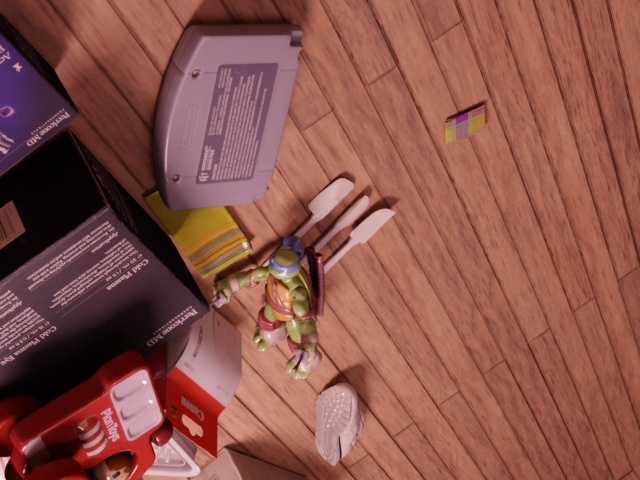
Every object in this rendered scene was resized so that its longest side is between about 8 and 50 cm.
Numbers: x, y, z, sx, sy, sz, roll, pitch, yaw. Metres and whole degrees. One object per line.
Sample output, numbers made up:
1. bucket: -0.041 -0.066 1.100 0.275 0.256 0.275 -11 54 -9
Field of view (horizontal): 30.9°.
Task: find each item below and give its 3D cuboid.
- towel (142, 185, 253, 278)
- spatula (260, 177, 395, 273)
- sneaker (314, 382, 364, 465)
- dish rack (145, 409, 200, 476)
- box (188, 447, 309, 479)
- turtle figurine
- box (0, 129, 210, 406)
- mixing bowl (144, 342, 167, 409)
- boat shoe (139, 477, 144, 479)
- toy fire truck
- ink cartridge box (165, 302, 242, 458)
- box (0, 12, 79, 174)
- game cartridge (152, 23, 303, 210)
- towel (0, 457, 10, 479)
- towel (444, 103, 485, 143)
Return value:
1. towel: -0.192 -0.026 1.855 0.102 0.021 0.237 -34 141 -3
2. spatula: 0.000 0.000 2.028 0.242 0.019 0.168 -43 142 16
3. sneaker: 0.048 0.365 2.398 0.095 0.090 0.235 -27 146 -31
4. dish rack: -0.368 0.299 1.939 0.285 0.072 0.333 -1 146 19
5. box: -0.121 0.552 2.407 0.121 0.148 0.311 -43 140 11
6. turtle figurine: -0.094 0.149 1.965 0.198 0.275 0.266 6 147 10
7. box: -0.395 0.072 1.681 0.343 0.179 0.312 -35 141 0
8. mixing bowl: -0.284 0.229 1.991 0.181 0.098 0.181 -19 138 -18
9. boat shoe: -0.404 0.459 2.115 0.254 0.079 0.095 14 85 -57
10. toy fire truck: -0.336 0.312 1.707 0.254 0.169 0.302 -30 144 -17
11. ink cartridge box: -0.194 0.224 1.950 0.066 0.232 0.189 -19 145 15
12. box: -0.427 -0.197 1.437 0.153 0.108 0.207 -38 141 3
13. game cartridge: -0.143 -0.180 1.690 0.196 0.060 0.294 -9 130 -34
14. towel: -0.555 0.375 1.954 0.197 0.029 0.144 -9 144 -11
15. towel: 0.252 -0.201 2.006 0.083 0.009 0.060 -24 141 -13
